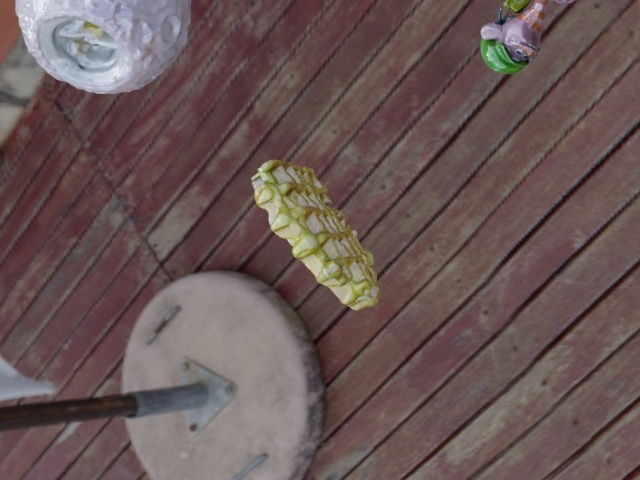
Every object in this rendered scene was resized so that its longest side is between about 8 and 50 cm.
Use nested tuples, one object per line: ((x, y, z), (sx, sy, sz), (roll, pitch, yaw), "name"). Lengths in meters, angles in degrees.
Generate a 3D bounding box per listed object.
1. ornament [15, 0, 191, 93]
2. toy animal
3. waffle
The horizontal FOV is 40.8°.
((-0.320, -0.356, 1.294), (0.259, 0.259, 0.225), (-18, 44, 33), "ornament")
((0.243, -0.287, 0.970), (0.208, 0.100, 0.103), (99, 167, -57), "toy animal")
((0.001, 0.000, 1.133), (0.057, 0.229, 0.219), (-36, 83, 13), "waffle")
